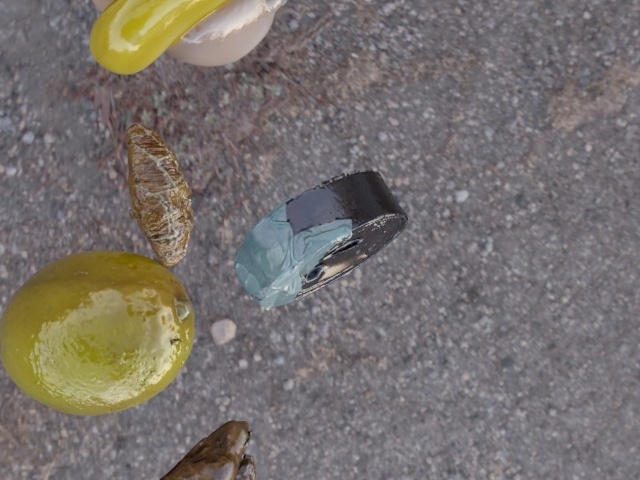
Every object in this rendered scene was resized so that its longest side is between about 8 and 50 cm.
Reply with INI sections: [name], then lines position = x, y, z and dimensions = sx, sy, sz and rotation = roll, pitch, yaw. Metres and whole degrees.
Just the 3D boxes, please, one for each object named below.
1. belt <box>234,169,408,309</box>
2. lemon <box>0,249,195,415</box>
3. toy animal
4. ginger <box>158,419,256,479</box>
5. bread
[belt]
position = 0.000, 0.000, 0.958
dimensions = 0.198, 0.151, 0.078
rotation = -29, 73, -12
[lemon]
position = -0.305, 0.125, 1.190
dimensions = 0.236, 0.236, 0.263
rotation = 34, 127, -25
[toy animal]
position = -0.230, -0.438, 1.417
dimensions = 0.345, 0.247, 0.277
rotation = -13, 157, -40
[ginger]
position = -0.118, 0.267, 0.894
dimensions = 0.162, 0.073, 0.103
rotation = -40, 138, -34
[bread]
position = -0.246, -0.069, 1.347
dimensions = 0.076, 0.105, 0.233
rotation = -6, 105, 30
